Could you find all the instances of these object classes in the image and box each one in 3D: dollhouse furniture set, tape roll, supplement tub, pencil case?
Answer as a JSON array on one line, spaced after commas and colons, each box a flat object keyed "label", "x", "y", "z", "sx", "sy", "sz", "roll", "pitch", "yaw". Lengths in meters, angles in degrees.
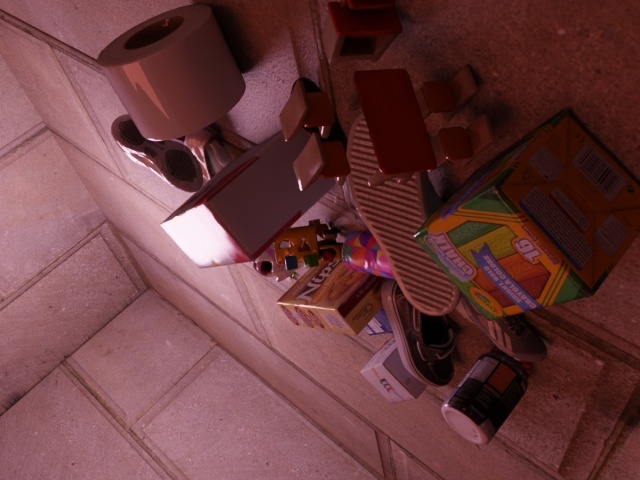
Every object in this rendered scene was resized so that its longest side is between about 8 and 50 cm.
[{"label": "dollhouse furniture set", "x": 0.084, "y": -0.208, "z": 0.801, "sx": 0.135, "sy": 0.262, "sz": 0.259, "roll": 133, "pitch": 125, "yaw": -65}, {"label": "tape roll", "x": -0.292, "y": -0.338, "z": 1.198, "sx": 0.246, "sy": 0.246, "sz": 0.169, "roll": 23, "pitch": 147, "yaw": 43}, {"label": "supplement tub", "x": 0.348, "y": 0.314, "z": 1.241, "sx": 0.117, "sy": 0.190, "sz": 0.117, "roll": 37, "pitch": 154, "yaw": 21}, {"label": "pencil case", "x": 0.148, "y": 0.030, "z": 1.244, "sx": 0.236, "sy": 0.104, "sz": 0.104, "roll": 7, "pitch": 136, "yaw": 53}]

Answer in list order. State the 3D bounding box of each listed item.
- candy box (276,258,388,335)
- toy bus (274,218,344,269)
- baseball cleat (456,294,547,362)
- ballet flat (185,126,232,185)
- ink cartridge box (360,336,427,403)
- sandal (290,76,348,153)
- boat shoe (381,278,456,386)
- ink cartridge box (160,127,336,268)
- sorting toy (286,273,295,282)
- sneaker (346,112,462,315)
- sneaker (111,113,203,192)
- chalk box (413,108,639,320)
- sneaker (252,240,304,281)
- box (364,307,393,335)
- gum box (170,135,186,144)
[{"label": "candy box", "x": 0.040, "y": 0.127, "z": 1.463, "sx": 0.087, "sy": 0.183, "sz": 0.316, "roll": 54, "pitch": 155, "yaw": -17}, {"label": "toy bus", "x": -0.013, "y": 0.002, "z": 1.442, "sx": 0.191, "sy": 0.202, "sz": 0.104, "roll": 179, "pitch": 81, "yaw": -68}, {"label": "baseball cleat", "x": 0.344, "y": 0.148, "z": 1.135, "sx": 0.206, "sy": 0.072, "sz": 0.109, "roll": 33, "pitch": 147, "yaw": 19}, {"label": "ballet flat", "x": -0.267, "y": -0.171, "z": 1.609, "sx": 0.106, "sy": 0.107, "sz": 0.316, "roll": 13, "pitch": 142, "yaw": 31}, {"label": "ink cartridge box", "x": 0.213, "y": 0.335, "z": 1.578, "sx": 0.127, "sy": 0.128, "sz": 0.176, "roll": 46, "pitch": 156, "yaw": 2}, {"label": "sandal", "x": -0.007, "y": -0.224, "z": 1.135, "sx": 0.179, "sy": 0.067, "sz": 0.040, "roll": 57, "pitch": 166, "yaw": -29}, {"label": "boat shoe", "x": 0.243, "y": 0.222, "z": 1.353, "sx": 0.119, "sy": 0.121, "sz": 0.335, "roll": 10, "pitch": 139, "yaw": 49}, {"label": "ink cartridge box", "x": -0.173, "y": -0.087, "z": 1.352, "sx": 0.160, "sy": 0.279, "sz": 0.385, "roll": 50, "pitch": 156, "yaw": -14}, {"label": "sorting toy", "x": -0.102, "y": 0.104, "z": 1.876, "sx": 0.083, "sy": 0.012, "sz": 0.062, "roll": 29, "pitch": 147, "yaw": 41}, {"label": "sneaker", "x": 0.156, "y": -0.054, "z": 1.055, "sx": 0.135, "sy": 0.150, "sz": 0.366, "roll": -17, "pitch": 94, "yaw": 27}, {"label": "sneaker", "x": -0.364, "y": -0.190, "z": 1.350, "sx": 0.232, "sy": 0.090, "sz": 0.115, "roll": 40, "pitch": 162, "yaw": -16}, {"label": "chalk box", "x": 0.272, "y": -0.015, "z": 0.855, "sx": 0.180, "sy": 0.179, "sz": 0.289, "roll": 47, "pitch": 156, "yaw": 1}, {"label": "sneaker", "x": -0.163, "y": 0.040, "z": 1.751, "sx": 0.252, "sy": 0.111, "sz": 0.103, "roll": 23, "pitch": 148, "yaw": 42}, {"label": "box", "x": 0.142, "y": 0.185, "z": 1.569, "sx": 0.136, "sy": 0.036, "sz": 0.225, "roll": 48, "pitch": 158, "yaw": -6}, {"label": "gum box", "x": -0.336, "y": -0.307, "z": 1.411, "sx": 0.062, "sy": 0.188, "sz": 0.107, "roll": 16, "pitch": 162, "yaw": -18}]
